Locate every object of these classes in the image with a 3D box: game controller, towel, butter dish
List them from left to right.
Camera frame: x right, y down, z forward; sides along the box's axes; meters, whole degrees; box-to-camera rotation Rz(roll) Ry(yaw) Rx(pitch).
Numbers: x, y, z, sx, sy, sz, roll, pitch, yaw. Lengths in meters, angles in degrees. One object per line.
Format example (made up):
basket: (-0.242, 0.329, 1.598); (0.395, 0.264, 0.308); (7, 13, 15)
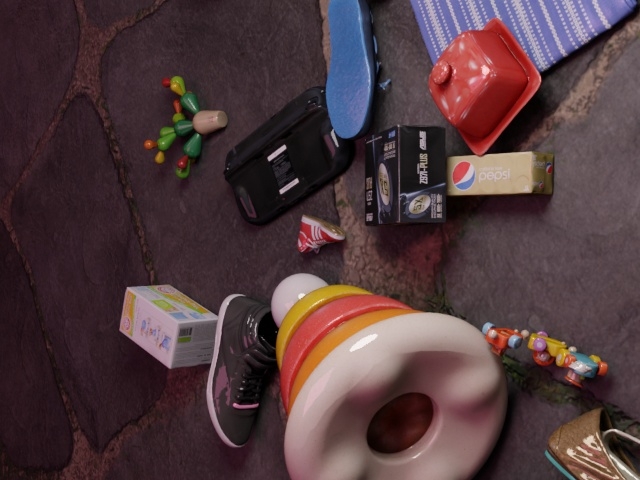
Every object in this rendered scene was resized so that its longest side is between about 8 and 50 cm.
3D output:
game controller: (-0.066, -0.152, 1.752); (0.319, 0.067, 0.166); (-31, 82, 42)
butter dish: (0.212, -0.233, 1.357); (0.160, 0.118, 0.160); (-52, 45, 34)
towel: (0.291, -0.354, 1.392); (0.336, 0.040, 0.243); (-33, 69, 43)

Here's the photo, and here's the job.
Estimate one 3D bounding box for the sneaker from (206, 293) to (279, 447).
sneaker: (-0.132, 0.250, 1.769); (0.147, 0.104, 0.296); (-2, 84, 52)

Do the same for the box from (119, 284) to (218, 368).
box: (-0.317, 0.176, 1.960); (0.203, 0.114, 0.103); (26, 109, 42)

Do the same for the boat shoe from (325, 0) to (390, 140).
boat shoe: (0.072, -0.295, 1.583); (0.109, 0.089, 0.258); (1, 85, 34)

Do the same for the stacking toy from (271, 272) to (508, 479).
stacking toy: (0.046, 0.187, 1.510); (0.480, 0.350, 0.351); (47, 124, 59)

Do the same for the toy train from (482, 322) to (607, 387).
toy train: (0.308, 0.163, 1.296); (0.166, 0.125, 0.046); (24, 104, 40)

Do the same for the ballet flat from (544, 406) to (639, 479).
ballet flat: (0.436, 0.343, 1.187); (0.124, 0.116, 0.342); (-50, 50, 11)

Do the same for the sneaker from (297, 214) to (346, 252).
sneaker: (0.000, 0.000, 1.681); (0.118, 0.042, 0.067); (27, 105, 51)

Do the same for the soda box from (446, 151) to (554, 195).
soda box: (0.257, -0.097, 1.401); (0.181, 0.058, 0.061); (1, 90, 47)

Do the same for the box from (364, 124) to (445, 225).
box: (0.129, -0.097, 1.466); (0.180, 0.077, 0.147); (180, 90, -76)

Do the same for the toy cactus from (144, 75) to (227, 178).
toy cactus: (-0.277, -0.245, 1.948); (0.180, 0.112, 0.219); (-7, 76, 37)
